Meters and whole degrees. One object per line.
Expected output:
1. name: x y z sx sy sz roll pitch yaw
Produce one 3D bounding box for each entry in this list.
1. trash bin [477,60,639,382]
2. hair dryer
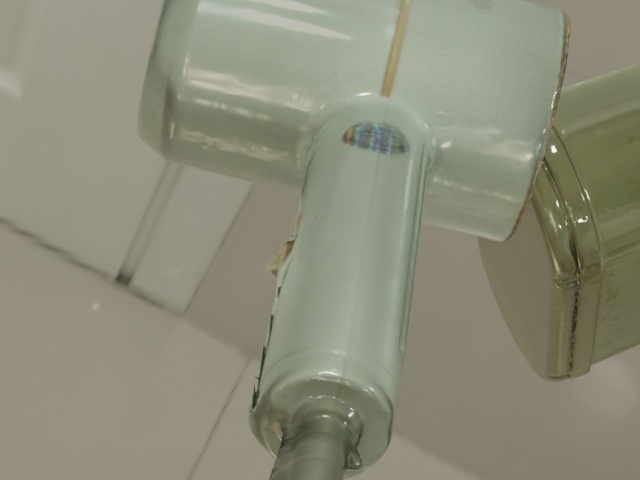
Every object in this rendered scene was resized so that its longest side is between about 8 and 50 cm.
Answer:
1. trash bin: 0.228 -0.031 1.067 0.247 0.243 0.121 -20 63 -6
2. hair dryer: 0.000 0.000 0.662 0.173 0.107 0.357 12 34 -1
